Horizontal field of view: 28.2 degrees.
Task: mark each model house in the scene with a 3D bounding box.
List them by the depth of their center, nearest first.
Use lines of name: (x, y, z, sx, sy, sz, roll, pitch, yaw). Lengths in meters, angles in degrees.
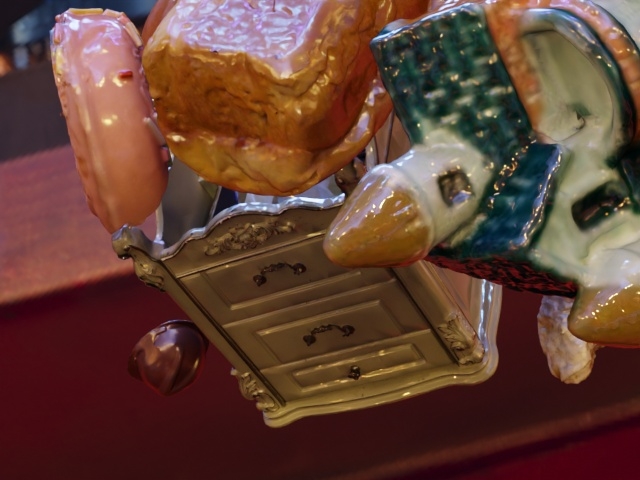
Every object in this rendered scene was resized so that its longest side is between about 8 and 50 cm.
model house: (0.134, -0.052, 0.728, 0.291, 0.253, 0.184, -32, 17, -21)

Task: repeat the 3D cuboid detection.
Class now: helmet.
helmet: (-0.172, 0.151, 1.487, 0.111, 0.089, 0.057, -51, 41, 27)

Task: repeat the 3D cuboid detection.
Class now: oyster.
oyster: (0.423, 0.052, 1.945, 0.341, 0.110, 0.166, -55, 27, -5)

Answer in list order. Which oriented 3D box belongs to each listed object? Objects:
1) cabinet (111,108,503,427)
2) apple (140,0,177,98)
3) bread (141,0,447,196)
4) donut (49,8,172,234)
cabinet: (0.000, 0.000, 1.353, 0.290, 0.318, 0.227, -16, 41, 26)
apple: (-0.109, -0.227, 1.654, 0.253, 0.253, 0.254, -6, 63, 11)
bread: (0.008, -0.189, 1.054, 0.195, 0.149, 0.344, 16, 54, 28)
donut: (-0.192, -0.121, 1.184, 0.085, 0.233, 0.199, -14, 105, -6)
